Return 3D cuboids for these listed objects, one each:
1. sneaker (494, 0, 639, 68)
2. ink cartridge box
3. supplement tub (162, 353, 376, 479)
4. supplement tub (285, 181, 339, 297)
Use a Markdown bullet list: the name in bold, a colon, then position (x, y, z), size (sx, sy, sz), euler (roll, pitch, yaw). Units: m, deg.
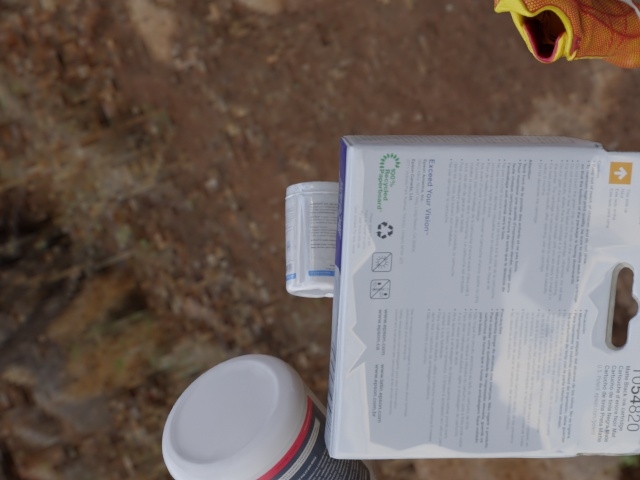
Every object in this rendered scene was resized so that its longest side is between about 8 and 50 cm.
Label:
- **sneaker**: position (0.158, -0.140, 1.065), size (0.064, 0.175, 0.067), euler (15, 86, 40)
- **ink cartridge box**: position (0.119, 0.039, 1.122), size (0.045, 0.224, 0.223), euler (-116, 28, -73)
- **supplement tub**: position (-0.049, 0.285, 2.018), size (0.272, 0.191, 0.191), euler (54, 175, -37)
- **supplement tub**: position (0.000, 0.000, 1.653), size (0.071, 0.071, 0.107), euler (143, 129, -74)
